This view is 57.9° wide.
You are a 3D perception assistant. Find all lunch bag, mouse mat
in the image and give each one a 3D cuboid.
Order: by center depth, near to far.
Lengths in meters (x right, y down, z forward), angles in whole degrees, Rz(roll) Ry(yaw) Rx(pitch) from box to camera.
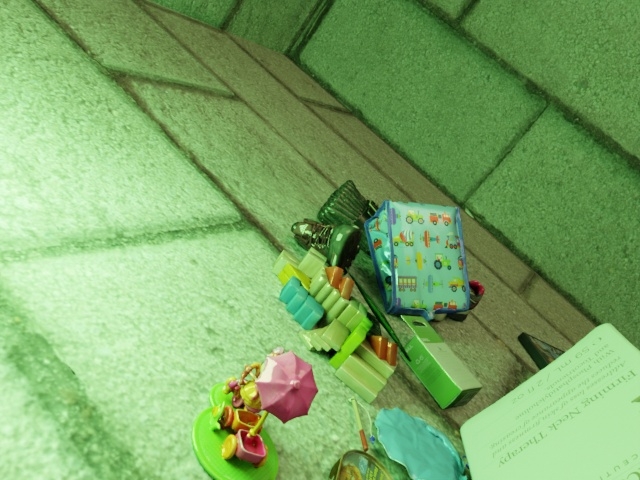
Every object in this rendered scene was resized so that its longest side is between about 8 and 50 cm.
[{"bbox_3d":[0.112,0.143,1.144,0.153,0.007,0.190,58,-4,-30],"label":"mouse mat"},{"bbox_3d":[0.255,0.061,1.458,0.220,0.138,0.294,4,62,-21],"label":"lunch bag"}]

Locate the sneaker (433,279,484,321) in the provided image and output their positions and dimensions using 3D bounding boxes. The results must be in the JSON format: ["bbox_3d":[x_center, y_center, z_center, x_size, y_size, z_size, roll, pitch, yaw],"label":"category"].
[{"bbox_3d":[0.346,0.146,1.601,0.299,0.112,0.121,8,37,-51],"label":"sneaker"}]

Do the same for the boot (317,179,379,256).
[{"bbox_3d":[0.146,-0.068,1.691,0.260,0.131,0.348,39,21,2],"label":"boot"}]

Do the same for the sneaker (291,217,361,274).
[{"bbox_3d":[0.000,0.000,1.307,0.162,0.107,0.281,30,-10,9],"label":"sneaker"}]

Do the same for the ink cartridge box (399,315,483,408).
[{"bbox_3d":[0.246,0.261,1.265,0.109,0.062,0.209,11,33,-50],"label":"ink cartridge box"}]

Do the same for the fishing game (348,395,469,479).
[{"bbox_3d":[0.164,0.355,0.975,0.264,0.041,0.189,27,16,-15],"label":"fishing game"}]

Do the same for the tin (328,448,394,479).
[{"bbox_3d":[0.054,0.363,0.780,0.106,0.040,0.190,34,21,1],"label":"tin"}]

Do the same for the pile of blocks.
[{"bbox_3d":[0.025,0.130,1.109,0.362,0.113,0.149,49,23,27],"label":"pile of blocks"}]

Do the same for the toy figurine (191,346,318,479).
[{"bbox_3d":[-0.070,0.200,0.742,0.130,0.159,0.173,27,23,-27],"label":"toy figurine"}]

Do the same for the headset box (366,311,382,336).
[{"bbox_3d":[0.095,0.183,1.225,0.062,0.032,0.083,33,20,-14],"label":"headset box"}]

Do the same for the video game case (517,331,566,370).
[{"bbox_3d":[0.773,0.425,1.822,0.248,0.035,0.275,25,24,-30],"label":"video game case"}]

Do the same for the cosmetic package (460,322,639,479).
[{"bbox_3d":[0.453,0.392,0.839,0.327,0.329,0.394,48,12,-5],"label":"cosmetic package"}]
